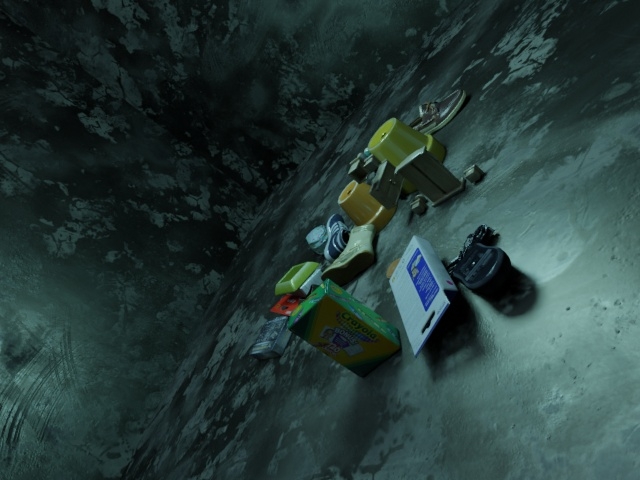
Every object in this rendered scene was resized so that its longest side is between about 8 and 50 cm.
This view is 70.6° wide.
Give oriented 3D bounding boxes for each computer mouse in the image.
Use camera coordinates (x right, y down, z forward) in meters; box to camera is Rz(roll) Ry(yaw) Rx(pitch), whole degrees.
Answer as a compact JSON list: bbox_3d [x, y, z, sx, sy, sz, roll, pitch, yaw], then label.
[{"bbox_3d":[0.410,0.064,1.134,0.188,0.072,0.272,-52,5,10],"label":"computer mouse"}]

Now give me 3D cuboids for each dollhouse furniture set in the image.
[{"bbox_3d":[0.330,-0.277,1.578,0.356,0.303,0.173,-33,25,46],"label":"dollhouse furniture set"}]

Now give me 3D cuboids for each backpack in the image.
[{"bbox_3d":[0.000,0.000,2.197,0.152,0.115,0.182,-48,21,7],"label":"backpack"}]

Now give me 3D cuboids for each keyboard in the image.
[{"bbox_3d":[0.264,-0.231,1.843,0.038,0.192,0.100,-44,6,-3],"label":"keyboard"}]

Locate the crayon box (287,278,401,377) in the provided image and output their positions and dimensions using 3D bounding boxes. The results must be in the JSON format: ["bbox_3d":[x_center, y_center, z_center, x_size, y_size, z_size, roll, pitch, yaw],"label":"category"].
[{"bbox_3d":[0.069,0.251,1.276,0.165,0.279,0.081,-45,18,25],"label":"crayon box"}]

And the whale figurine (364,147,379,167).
[{"bbox_3d":[0.306,-0.390,2.037,0.272,0.217,0.141,125,135,-73],"label":"whale figurine"}]

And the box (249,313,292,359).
[{"bbox_3d":[-0.208,0.430,2.004,0.231,0.056,0.183,-28,31,52],"label":"box"}]

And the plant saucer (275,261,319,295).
[{"bbox_3d":[-0.117,0.164,2.053,0.188,0.045,0.188,-47,15,-33],"label":"plant saucer"}]

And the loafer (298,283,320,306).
[{"bbox_3d":[-0.066,0.273,1.905,0.220,0.078,0.080,-56,18,-9],"label":"loafer"}]

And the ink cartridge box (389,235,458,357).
[{"bbox_3d":[0.279,0.143,1.231,0.370,0.069,0.175,-90,22,-65],"label":"ink cartridge box"}]

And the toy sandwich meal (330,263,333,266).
[{"bbox_3d":[0.070,0.118,1.943,0.086,0.029,0.085,-39,14,12],"label":"toy sandwich meal"}]

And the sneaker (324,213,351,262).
[{"bbox_3d":[0.100,-0.041,2.040,0.153,0.099,0.282,-44,26,41],"label":"sneaker"}]

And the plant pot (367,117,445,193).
[{"bbox_3d":[0.331,-0.357,1.832,0.254,0.239,0.254,-46,20,22],"label":"plant pot"}]

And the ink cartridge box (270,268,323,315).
[{"bbox_3d":[-0.122,0.232,2.070,0.239,0.060,0.275,-43,13,-21],"label":"ink cartridge box"}]

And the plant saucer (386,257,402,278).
[{"bbox_3d":[0.255,0.094,1.541,0.083,0.013,0.083,-46,19,21],"label":"plant saucer"}]

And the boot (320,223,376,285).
[{"bbox_3d":[0.117,0.056,1.826,0.262,0.095,0.203,-38,23,35],"label":"boot"}]

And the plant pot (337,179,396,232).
[{"bbox_3d":[0.184,-0.151,1.894,0.205,0.188,0.205,-46,19,21],"label":"plant pot"}]

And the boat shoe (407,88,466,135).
[{"bbox_3d":[0.484,-0.553,2.000,0.342,0.123,0.123,-40,22,37],"label":"boat shoe"}]
